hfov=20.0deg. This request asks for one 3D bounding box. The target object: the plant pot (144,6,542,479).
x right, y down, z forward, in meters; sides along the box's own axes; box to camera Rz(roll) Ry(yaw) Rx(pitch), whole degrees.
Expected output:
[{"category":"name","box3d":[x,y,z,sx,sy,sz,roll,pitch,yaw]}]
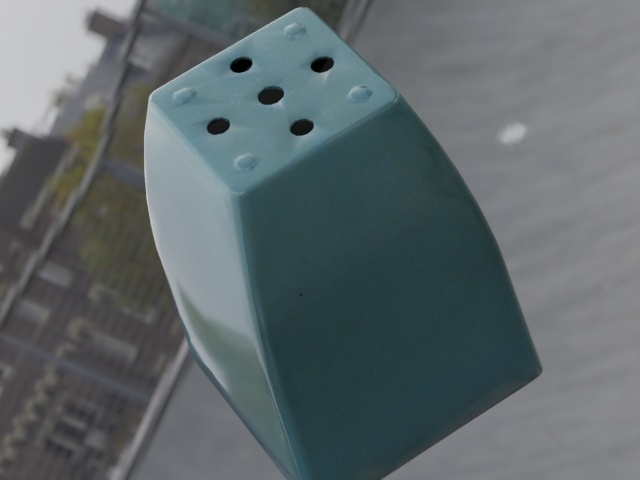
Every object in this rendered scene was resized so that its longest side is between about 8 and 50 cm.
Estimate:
[{"category":"plant pot","box3d":[0.000,0.000,1.035,0.165,0.166,0.234,-32,-42,-12]}]
